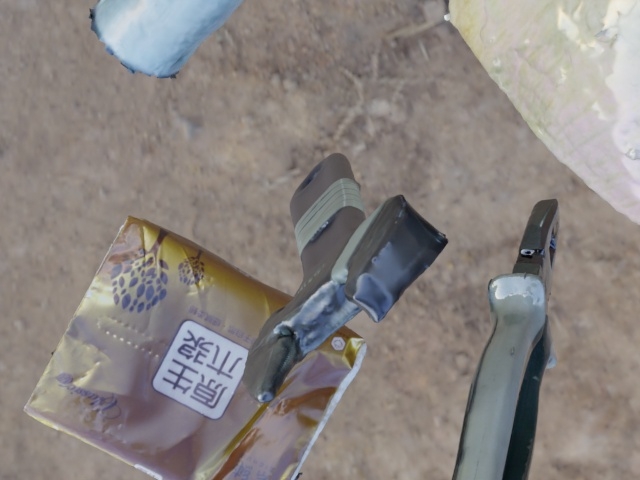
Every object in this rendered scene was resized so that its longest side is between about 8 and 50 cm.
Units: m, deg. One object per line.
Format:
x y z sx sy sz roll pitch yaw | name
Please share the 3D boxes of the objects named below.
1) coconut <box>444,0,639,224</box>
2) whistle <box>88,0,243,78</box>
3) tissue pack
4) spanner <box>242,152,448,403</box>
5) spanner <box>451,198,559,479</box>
0.210 -0.134 0.630 0.297 0.297 0.254 4 147 -19 | coconut
-0.006 -0.191 0.637 0.062 0.062 0.312 21 134 -31 | whistle
-0.099 0.108 1.115 0.226 0.092 0.183 28 85 -4 | tissue pack
0.000 0.000 0.587 0.024 0.316 0.087 41 96 -9 | spanner
0.136 0.079 0.946 0.040 0.325 0.096 -1 131 20 | spanner
